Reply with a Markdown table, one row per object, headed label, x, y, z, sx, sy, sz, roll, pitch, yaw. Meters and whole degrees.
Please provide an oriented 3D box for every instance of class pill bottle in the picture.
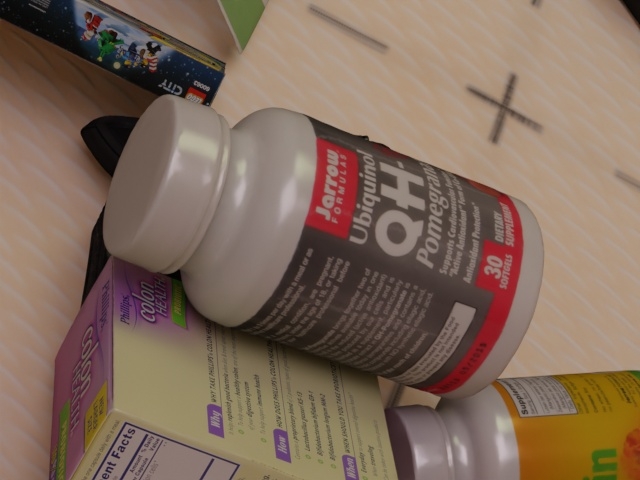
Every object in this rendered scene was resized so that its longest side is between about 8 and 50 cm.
| label | x | y | z | sx | sy | sz | roll | pitch | yaw |
| --- | --- | --- | --- | --- | --- | --- | --- | --- | --- |
| pill bottle | 0.000 | 0.000 | 1.462 | 0.318 | 0.176 | 0.176 | 20 | 62 | -23 |
| pill bottle | 0.174 | 0.183 | 1.579 | 0.246 | 0.136 | 0.136 | -2 | 68 | -19 |

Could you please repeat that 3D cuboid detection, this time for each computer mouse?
| label | x | y | z | sx | sy | sz | roll | pitch | yaw |
| --- | --- | --- | --- | --- | --- | --- | --- | --- | --- |
| computer mouse | -0.070 | -0.060 | 1.585 | 0.262 | 0.184 | 0.060 | 11 | 78 | -14 |

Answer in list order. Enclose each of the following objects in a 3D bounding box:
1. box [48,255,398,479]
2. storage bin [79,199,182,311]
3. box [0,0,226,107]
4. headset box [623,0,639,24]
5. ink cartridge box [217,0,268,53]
| label | x | y | z | sx | sy | sz | roll | pitch | yaw |
| --- | --- | --- | --- | --- | --- | --- | --- | --- | --- |
| box | -0.077 | 0.151 | 1.446 | 0.243 | 0.117 | 0.213 | 23 | 26 | -19 |
| storage bin | -0.104 | 0.031 | 1.583 | 0.180 | 0.084 | 0.122 | 11 | 64 | -13 |
| box | -0.193 | -0.180 | 1.606 | 0.233 | 0.159 | 0.044 | 26 | 96 | -6 |
| headset box | 0.405 | -0.329 | 1.887 | 0.283 | 0.131 | 0.246 | -26 | 77 | -26 |
| ink cartridge box | -0.070 | -0.312 | 1.699 | 0.056 | 0.171 | 0.235 | 12 | 58 | 27 |
